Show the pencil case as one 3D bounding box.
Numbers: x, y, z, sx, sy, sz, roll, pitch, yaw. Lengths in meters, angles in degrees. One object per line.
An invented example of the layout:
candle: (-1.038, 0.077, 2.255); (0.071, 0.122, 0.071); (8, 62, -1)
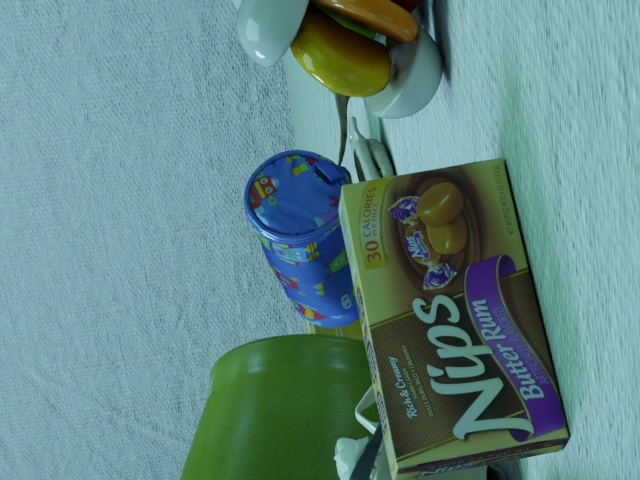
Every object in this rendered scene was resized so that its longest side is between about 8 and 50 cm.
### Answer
pencil case: (0.000, 0.000, 1.879); (0.119, 0.133, 0.306); (45, 172, 23)

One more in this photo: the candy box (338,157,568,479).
candy box: (0.081, 0.050, 0.997); (0.053, 0.109, 0.187); (91, 170, -71)

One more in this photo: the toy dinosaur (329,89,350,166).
toy dinosaur: (0.023, -0.190, 1.870); (0.211, 0.064, 0.112); (-89, -26, -55)

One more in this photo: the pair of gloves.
pair of gloves: (0.066, 0.005, 1.731); (0.240, 0.042, 0.204); (83, 176, -52)

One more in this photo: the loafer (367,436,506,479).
loafer: (0.103, 0.220, 1.266); (0.102, 0.092, 0.268); (-67, -20, -12)

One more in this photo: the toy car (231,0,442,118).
toy car: (0.024, -0.190, 1.195); (0.136, 0.159, 0.182); (-59, 23, 26)

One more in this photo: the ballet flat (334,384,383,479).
ballet flat: (0.054, 0.170, 1.334); (0.074, 0.074, 0.203); (85, -150, -57)

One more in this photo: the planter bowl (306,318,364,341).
planter bowl: (0.027, 0.114, 2.317); (0.217, 0.090, 0.217); (170, 90, -86)

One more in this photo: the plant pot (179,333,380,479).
plant pot: (-0.013, 0.305, 1.746); (0.366, 0.366, 0.353); (86, -175, -62)
